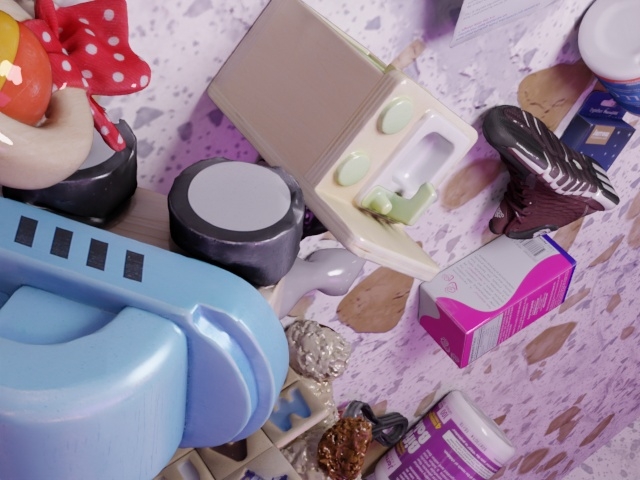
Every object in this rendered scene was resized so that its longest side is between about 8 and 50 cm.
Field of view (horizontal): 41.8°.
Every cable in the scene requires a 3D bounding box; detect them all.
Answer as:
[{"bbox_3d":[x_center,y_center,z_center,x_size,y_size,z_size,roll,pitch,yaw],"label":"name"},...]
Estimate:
[{"bbox_3d":[0.071,0.317,1.451,0.287,0.072,0.139,-6,117,-59],"label":"cable"}]

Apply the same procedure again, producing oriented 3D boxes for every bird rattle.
[{"bbox_3d":[-0.211,-0.112,0.521,0.143,0.207,0.253,-27,140,12],"label":"bird rattle"}]

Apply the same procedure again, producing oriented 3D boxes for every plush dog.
[{"bbox_3d":[-0.027,0.271,1.111,0.210,0.225,0.262,-24,143,-25],"label":"plush dog"}]

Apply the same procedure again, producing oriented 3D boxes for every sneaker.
[{"bbox_3d":[0.273,-0.068,1.143,0.281,0.106,0.162,24,132,-38],"label":"sneaker"}]

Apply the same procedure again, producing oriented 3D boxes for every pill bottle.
[{"bbox_3d":[0.212,0.445,1.613,0.301,0.169,0.169,-45,147,5],"label":"pill bottle"},{"bbox_3d":[0.426,-0.231,1.087,0.124,0.124,0.221,-51,145,14],"label":"pill bottle"}]

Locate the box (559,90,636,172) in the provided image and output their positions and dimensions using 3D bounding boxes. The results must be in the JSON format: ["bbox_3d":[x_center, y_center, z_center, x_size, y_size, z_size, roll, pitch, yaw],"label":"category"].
[{"bbox_3d":[0.391,-0.117,1.266,0.136,0.036,0.225,-3,130,-43],"label":"box"}]

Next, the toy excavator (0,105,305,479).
[{"bbox_3d":[-0.260,0.106,0.598,0.445,0.432,0.222,-67,172,-47],"label":"toy excavator"}]

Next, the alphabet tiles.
[{"bbox_3d":[-0.161,0.181,0.788,0.285,0.342,0.011,-31,122,-15],"label":"alphabet tiles"}]

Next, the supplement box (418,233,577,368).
[{"bbox_3d":[0.271,0.082,1.304,0.220,0.111,0.114,-28,145,-18],"label":"supplement box"}]

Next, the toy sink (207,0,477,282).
[{"bbox_3d":[0.038,-0.096,0.747,0.131,0.234,0.152,-50,145,14],"label":"toy sink"}]

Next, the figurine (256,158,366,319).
[{"bbox_3d":[0.000,0.000,0.962,0.209,0.092,0.215,-10,137,-45],"label":"figurine"}]

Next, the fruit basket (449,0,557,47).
[{"bbox_3d":[0.275,-0.369,0.788,0.327,0.165,0.353,-28,160,-19],"label":"fruit basket"}]
